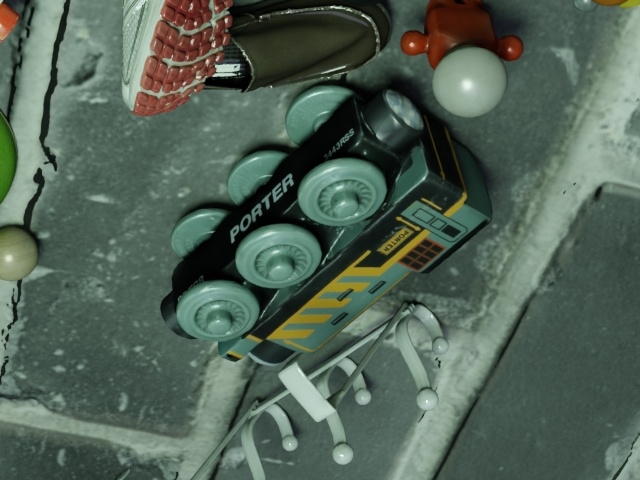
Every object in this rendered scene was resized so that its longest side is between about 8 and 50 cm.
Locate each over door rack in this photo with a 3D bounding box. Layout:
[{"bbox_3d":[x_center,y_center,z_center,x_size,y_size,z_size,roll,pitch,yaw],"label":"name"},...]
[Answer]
[{"bbox_3d":[-0.019,0.180,1.163,0.239,0.324,0.108,-36,82,24],"label":"over door rack"}]

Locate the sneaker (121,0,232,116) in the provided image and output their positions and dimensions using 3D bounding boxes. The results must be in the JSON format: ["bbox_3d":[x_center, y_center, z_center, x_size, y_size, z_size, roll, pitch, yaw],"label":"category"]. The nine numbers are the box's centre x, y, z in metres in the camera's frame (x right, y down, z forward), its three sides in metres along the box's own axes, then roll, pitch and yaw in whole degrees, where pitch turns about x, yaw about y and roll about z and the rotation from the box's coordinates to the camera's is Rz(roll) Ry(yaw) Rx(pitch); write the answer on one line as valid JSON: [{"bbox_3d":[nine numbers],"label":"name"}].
[{"bbox_3d":[-0.122,-0.209,0.953,0.092,0.088,0.225,20,105,33],"label":"sneaker"}]

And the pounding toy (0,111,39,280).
[{"bbox_3d":[-0.365,-0.031,1.095,0.183,0.110,0.237,-8,129,2],"label":"pounding toy"}]

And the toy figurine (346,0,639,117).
[{"bbox_3d":[0.125,-0.225,0.932,0.209,0.148,0.213,-32,123,22],"label":"toy figurine"}]

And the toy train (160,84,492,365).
[{"bbox_3d":[0.000,0.000,1.125,0.190,0.142,0.334,27,124,-32],"label":"toy train"}]

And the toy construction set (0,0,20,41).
[{"bbox_3d":[-0.335,-0.268,0.884,0.327,0.151,0.215,35,96,-34],"label":"toy construction set"}]

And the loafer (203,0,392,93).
[{"bbox_3d":[-0.047,-0.156,1.027,0.220,0.078,0.080,-9,129,6],"label":"loafer"}]
